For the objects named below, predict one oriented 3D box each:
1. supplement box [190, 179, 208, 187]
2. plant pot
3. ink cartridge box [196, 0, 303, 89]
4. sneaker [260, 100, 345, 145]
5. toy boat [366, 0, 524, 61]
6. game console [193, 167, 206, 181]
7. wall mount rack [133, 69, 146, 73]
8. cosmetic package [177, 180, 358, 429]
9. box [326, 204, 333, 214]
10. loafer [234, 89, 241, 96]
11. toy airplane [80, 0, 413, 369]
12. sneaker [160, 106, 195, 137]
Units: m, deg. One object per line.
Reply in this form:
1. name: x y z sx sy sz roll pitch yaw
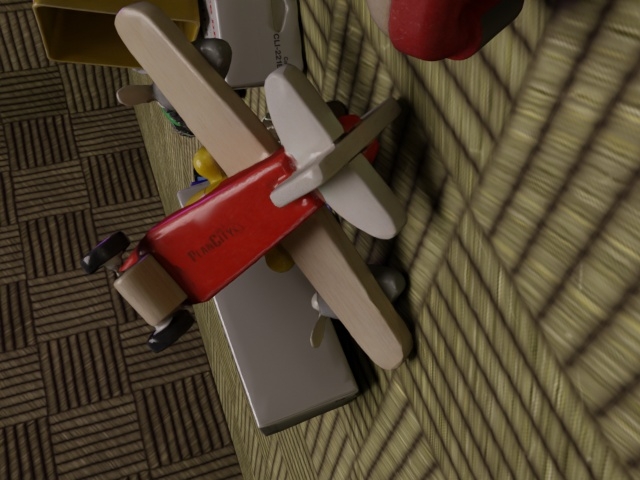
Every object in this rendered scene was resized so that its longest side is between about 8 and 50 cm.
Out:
1. supplement box: -0.197 -0.021 1.534 0.114 0.111 0.220 98 154 -51
2. plant pot: -0.290 -0.375 1.036 0.212 0.212 0.187 159 111 -74
3. ink cartridge box: -0.126 -0.338 1.054 0.273 0.114 0.197 -141 41 -63
4. sneaker: -0.035 -0.145 0.948 0.192 0.086 0.064 -157 55 -70
5. toy boat: 0.124 -0.182 0.365 0.151 0.151 0.231 37 149 17
6. game console: -0.263 -0.114 1.758 0.071 0.107 0.122 -77 -12 -56
7. wall mount rack: -0.321 -0.469 1.241 0.304 0.130 0.350 62 -144 -56
8. cosmetic package: -0.080 0.094 1.089 0.197 0.155 0.365 94 156 -70
9. box: 0.000 0.000 1.049 0.136 0.028 0.081 92 158 -48
10. loafer: -0.212 -0.324 1.410 0.220 0.078 0.080 -131 32 -58
11. toy airplane: -0.058 -0.055 0.817 0.272 0.384 0.386 -51 -30 -58
12. sneaker: -0.291 -0.301 1.647 0.343 0.134 0.146 -116 12 -63
